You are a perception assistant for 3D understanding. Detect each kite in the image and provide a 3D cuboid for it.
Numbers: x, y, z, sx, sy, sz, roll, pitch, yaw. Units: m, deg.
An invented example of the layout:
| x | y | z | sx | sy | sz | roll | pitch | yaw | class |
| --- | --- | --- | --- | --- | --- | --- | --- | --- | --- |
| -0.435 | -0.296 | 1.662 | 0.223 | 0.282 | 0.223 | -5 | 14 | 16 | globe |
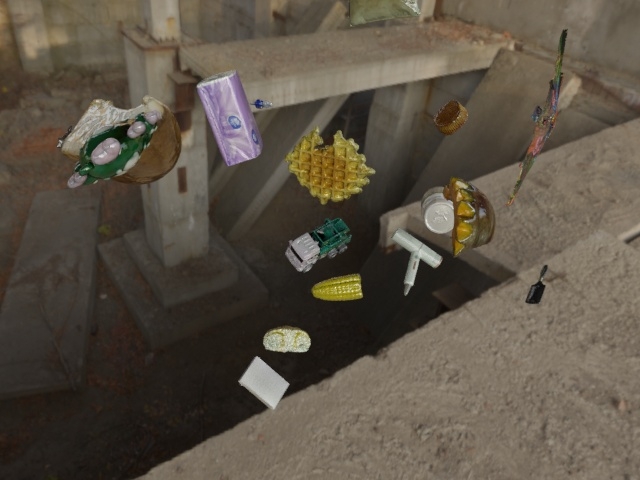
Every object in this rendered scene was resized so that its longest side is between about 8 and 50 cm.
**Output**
| x | y | z | sx | sy | sz | roll | pitch | yaw | class |
| --- | --- | --- | --- | --- | --- | --- | --- | --- | --- |
| 0.421 | -0.221 | 0.983 | 0.016 | 0.322 | 0.233 | 22 | 17 | 27 | kite |

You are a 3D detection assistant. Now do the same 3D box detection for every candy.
| x | y | z | sx | sy | sz | roll | pitch | yaw | class |
| --- | --- | --- | --- | --- | --- | --- | --- | --- | --- |
| 0.064 | 0.188 | 1.989 | 0.198 | 0.106 | 0.094 | -9 | 73 | -1 | candy |

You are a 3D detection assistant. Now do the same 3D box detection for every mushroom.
| x | y | z | sx | sy | sz | roll | pitch | yaw | class |
| --- | --- | --- | --- | --- | --- | --- | --- | --- | --- |
| -0.528 | -0.275 | 1.525 | 0.397 | 0.313 | 0.225 | 5 | 66 | 44 | mushroom |

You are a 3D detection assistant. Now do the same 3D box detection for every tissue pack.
| x | y | z | sx | sy | sz | roll | pitch | yaw | class |
| --- | --- | --- | --- | --- | --- | --- | --- | --- | --- |
| -0.354 | -0.498 | 2.062 | 0.160 | 0.339 | 0.242 | -15 | 25 | 4 | tissue pack |

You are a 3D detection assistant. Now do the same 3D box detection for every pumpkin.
| x | y | z | sx | sy | sz | roll | pitch | yaw | class |
| --- | --- | --- | --- | --- | --- | --- | --- | --- | --- |
| 0.399 | -0.076 | 1.305 | 0.149 | 0.131 | 0.254 | 10 | 43 | -3 | pumpkin |

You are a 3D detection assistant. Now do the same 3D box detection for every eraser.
| x | y | z | sx | sy | sz | roll | pitch | yaw | class |
| --- | --- | --- | --- | --- | --- | --- | --- | --- | --- |
| -0.184 | 0.466 | 1.684 | 0.150 | 0.023 | 0.104 | 43 | 49 | -8 | eraser |

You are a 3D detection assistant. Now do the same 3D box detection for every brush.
| x | y | z | sx | sy | sz | roll | pitch | yaw | class |
| --- | --- | --- | --- | --- | --- | --- | --- | --- | --- |
| 0.873 | 0.174 | 2.061 | 0.062 | 0.016 | 0.194 | -3 | 46 | 49 | brush |

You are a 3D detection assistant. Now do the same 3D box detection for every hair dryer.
| x | y | z | sx | sy | sz | roll | pitch | yaw | class |
| --- | --- | --- | --- | --- | --- | --- | --- | --- | --- |
| 0.241 | 0.069 | 1.435 | 0.154 | 0.044 | 0.183 | 34 | 56 | 2 | hair dryer |

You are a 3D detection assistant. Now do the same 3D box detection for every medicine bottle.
| x | y | z | sx | sy | sz | roll | pitch | yaw | class |
| --- | --- | --- | --- | --- | --- | --- | --- | --- | --- |
| 0.437 | -0.111 | 1.899 | 0.138 | 0.139 | 0.237 | 12 | 20 | 8 | medicine bottle |

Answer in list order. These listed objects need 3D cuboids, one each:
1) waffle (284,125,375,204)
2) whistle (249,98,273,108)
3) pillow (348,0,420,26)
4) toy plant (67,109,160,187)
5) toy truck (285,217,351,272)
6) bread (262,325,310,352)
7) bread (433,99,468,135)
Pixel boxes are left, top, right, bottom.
| x | y | z | sx | sy | sz | roll | pitch | yaw | class |
| --- | --- | --- | --- | --- | --- | --- | --- | --- | --- |
| 0.028 | -0.226 | 1.598 | 0.250 | 0.261 | 0.056 | 46 | 40 | -15 | waffle |
| -0.186 | -0.427 | 1.618 | 0.083 | 0.029 | 0.033 | 12 | 0 | 30 | whistle |
| 0.132 | -0.665 | 1.186 | 0.184 | 0.303 | 0.075 | 4 | 24 | 30 | pillow |
| -0.479 | -0.213 | 1.199 | 0.232 | 0.113 | 0.243 | -15 | 30 | 54 | toy plant |
| 0.000 | 0.000 | 1.615 | 0.215 | 0.116 | 0.110 | -29 | 72 | -28 | toy truck |
| -0.110 | 0.326 | 1.724 | 0.156 | 0.083 | 0.094 | 7 | 1 | -1 | bread |
| 0.332 | -0.306 | 1.303 | 0.053 | 0.085 | 0.085 | 33 | 20 | -37 | bread |
